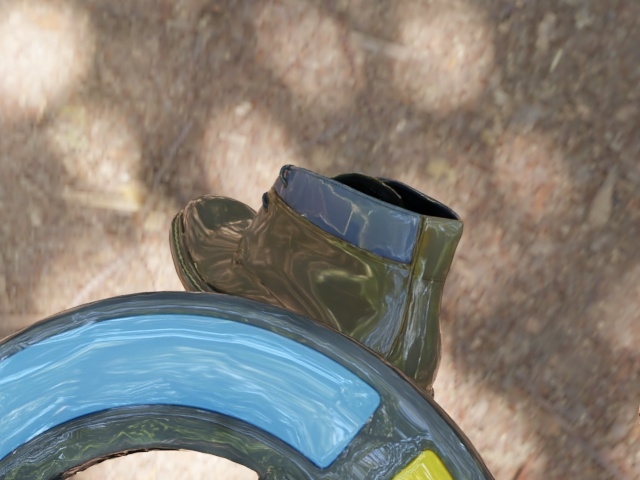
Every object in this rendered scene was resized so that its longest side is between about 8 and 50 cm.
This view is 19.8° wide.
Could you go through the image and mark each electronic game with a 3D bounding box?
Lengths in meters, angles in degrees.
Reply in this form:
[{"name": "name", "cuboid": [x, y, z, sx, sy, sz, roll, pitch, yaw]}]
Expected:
[{"name": "electronic game", "cuboid": [-0.047, 0.127, 0.500, 0.229, 0.048, 0.229, -5, 77, 21]}]

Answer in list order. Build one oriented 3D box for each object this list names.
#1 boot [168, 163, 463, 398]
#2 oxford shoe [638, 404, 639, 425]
[{"name": "boot", "cuboid": [0.000, 0.000, 0.863, 0.082, 0.106, 0.219, 5, 22, -34]}, {"name": "oxford shoe", "cuboid": [0.185, 0.045, 0.319, 0.097, 0.271, 0.098, -40, 107, -32]}]
